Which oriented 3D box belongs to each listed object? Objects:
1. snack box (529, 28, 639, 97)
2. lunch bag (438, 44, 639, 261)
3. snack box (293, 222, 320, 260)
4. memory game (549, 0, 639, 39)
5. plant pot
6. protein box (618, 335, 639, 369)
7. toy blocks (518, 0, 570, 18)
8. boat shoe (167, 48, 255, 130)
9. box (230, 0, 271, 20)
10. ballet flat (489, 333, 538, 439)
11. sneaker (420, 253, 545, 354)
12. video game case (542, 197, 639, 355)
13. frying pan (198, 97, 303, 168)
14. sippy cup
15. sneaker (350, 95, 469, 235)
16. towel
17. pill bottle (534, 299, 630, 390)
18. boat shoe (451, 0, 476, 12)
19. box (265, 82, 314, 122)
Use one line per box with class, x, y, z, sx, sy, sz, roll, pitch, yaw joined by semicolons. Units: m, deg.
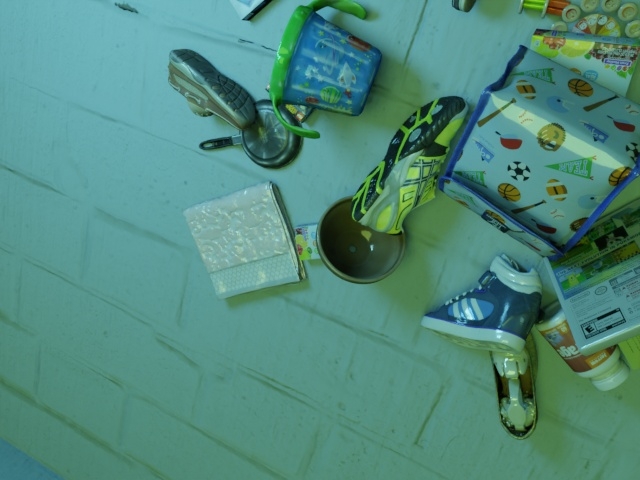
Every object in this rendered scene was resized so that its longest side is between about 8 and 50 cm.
snack box;0.543;-0.346;1.171;0.207;0.070;0.174;16;128;20
lunch bag;0.450;-0.147;1.174;0.328;0.239;0.385;36;149;13
snack box;0.000;0.000;1.560;0.141;0.037;0.100;-6;105;25
memory game;0.578;-0.425;1.155;0.186;0.012;0.186;13;127;18
plant pot;0.096;0.007;1.451;0.237;0.237;0.110;47;159;4
protein box;0.747;0.144;1.224;0.201;0.136;0.199;-30;93;29
toy blocks;0.508;-0.530;1.155;0.148;0.054;0.123;16;112;18
boat shoe;-0.306;-0.400;1.520;0.324;0.123;0.116;45;126;19
box;-0.152;-0.698;1.393;0.233;0.044;0.159;-29;94;28
ballet flat;0.499;0.355;1.415;0.123;0.123;0.348;-5;104;25
sneaker;0.415;0.149;1.397;0.130;0.236;0.323;31;164;-27
video game case;0.660;0.054;1.159;0.329;0.300;0.036;-35;123;29
frying pan;-0.204;-0.313;1.545;0.326;0.053;0.197;17;111;15
sippy cup;0.020;-0.410;1.318;0.224;0.240;0.305;21;121;1
sneaker;0.236;-0.182;1.355;0.147;0.145;0.384;31;110;-21
towel;-0.233;0.010;1.658;0.332;0.053;0.316;-14;100;26
pill bottle;0.631;0.248;1.317;0.216;0.121;0.121;49;119;2
boat shoe;0.312;-0.644;1.182;0.092;0.103;0.285;13;108;25
box;-0.069;-0.393;1.461;0.137;0.027;0.094;45;109;5
